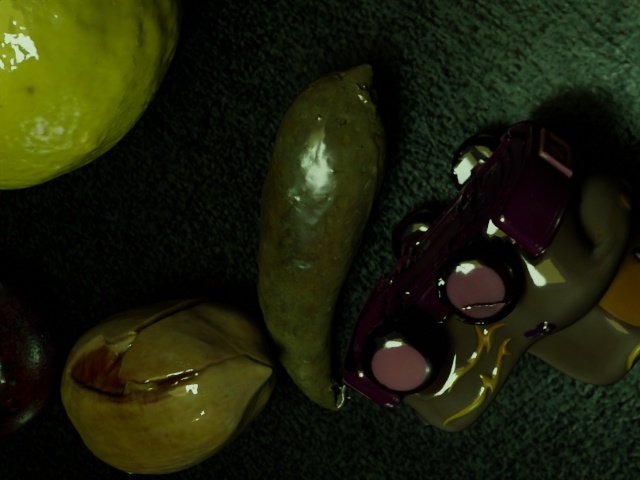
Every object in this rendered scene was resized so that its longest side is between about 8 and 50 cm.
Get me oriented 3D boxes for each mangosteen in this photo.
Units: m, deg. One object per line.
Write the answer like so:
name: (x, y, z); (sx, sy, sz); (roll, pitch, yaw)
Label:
mangosteen: (-0.424, 0.145, 1.811); (0.216, 0.216, 0.216); (7, 107, 23)

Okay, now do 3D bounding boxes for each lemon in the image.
lemon: (-0.301, -0.248, 1.560); (0.364, 0.364, 0.364); (7, 107, 23)

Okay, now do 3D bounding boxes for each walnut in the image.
walnut: (-0.163, 0.162, 1.703); (0.297, 0.203, 0.203); (-12, 98, 34)

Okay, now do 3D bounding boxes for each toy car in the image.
toy car: (0.193, 0.059, 1.496); (0.240, 0.271, 0.341); (35, 121, -10)

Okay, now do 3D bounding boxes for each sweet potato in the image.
sweet potato: (-0.005, 0.001, 1.631); (0.130, 0.130, 0.423); (18, 118, 20)
